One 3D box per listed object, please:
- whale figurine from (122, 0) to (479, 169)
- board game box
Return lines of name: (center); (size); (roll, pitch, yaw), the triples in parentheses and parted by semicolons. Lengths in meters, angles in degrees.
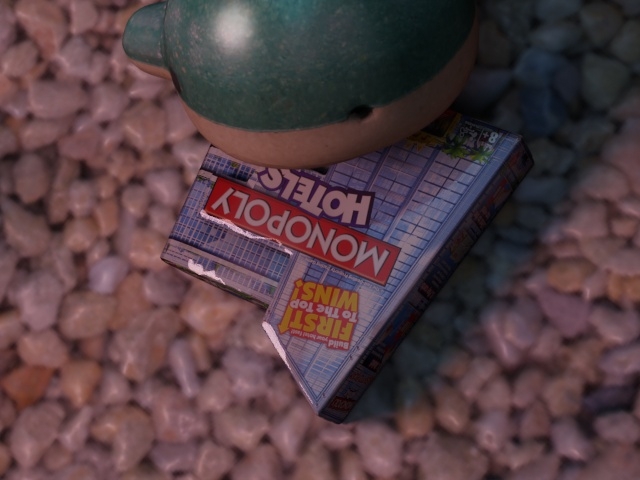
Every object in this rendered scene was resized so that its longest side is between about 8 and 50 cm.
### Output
whale figurine: (-0.018, -0.164, 0.902); (0.216, 0.141, 0.272); (-19, 44, -2)
board game box: (0.000, 0.000, 0.938); (0.194, 0.060, 0.194); (21, 83, 19)
